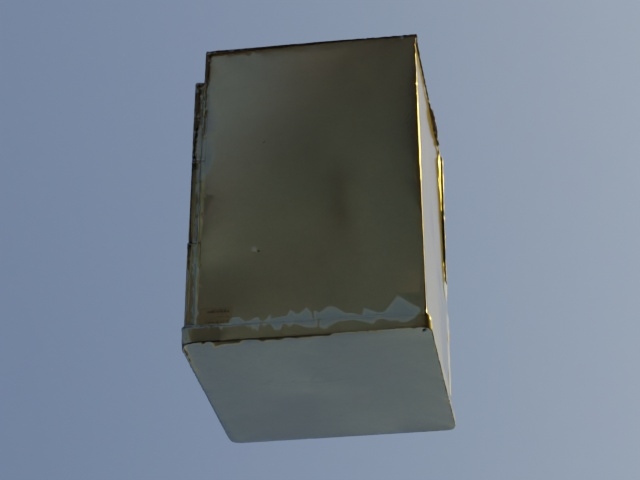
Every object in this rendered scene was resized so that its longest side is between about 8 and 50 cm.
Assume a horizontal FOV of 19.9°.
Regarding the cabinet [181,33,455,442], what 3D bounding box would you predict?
[{"bbox_3d":[0.000,0.000,1.138,0.145,0.150,0.206,71,-164,-59],"label":"cabinet"}]
